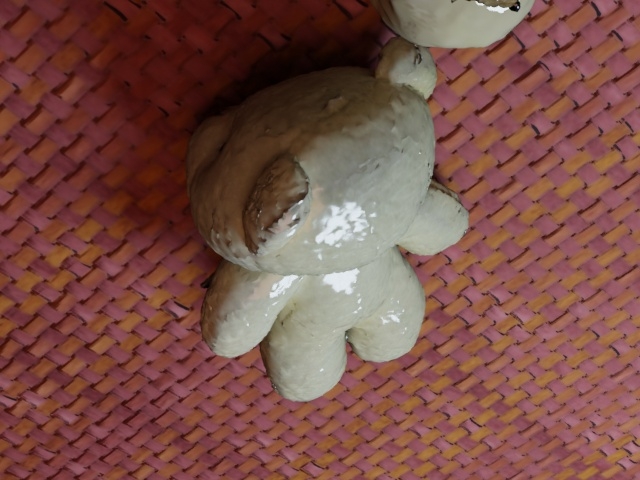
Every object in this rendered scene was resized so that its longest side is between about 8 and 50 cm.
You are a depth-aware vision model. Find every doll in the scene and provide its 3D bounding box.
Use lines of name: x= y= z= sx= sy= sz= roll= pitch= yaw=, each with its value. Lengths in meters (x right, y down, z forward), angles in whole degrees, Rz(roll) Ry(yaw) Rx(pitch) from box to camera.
doll: x=-0.004 y=0.002 z=0.689 sx=0.149 sy=0.175 sz=0.278 roll=21 pitch=145 yaw=22

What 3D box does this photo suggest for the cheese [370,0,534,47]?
cheese: x=0.064 y=-0.215 z=0.467 sx=0.093 sy=0.159 sz=0.263 roll=-1 pitch=132 yaw=-3

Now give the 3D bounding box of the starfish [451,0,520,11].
starfish: x=0.099 y=-0.199 z=0.306 sx=0.303 sy=0.113 sz=0.312 roll=23 pitch=141 yaw=-36
